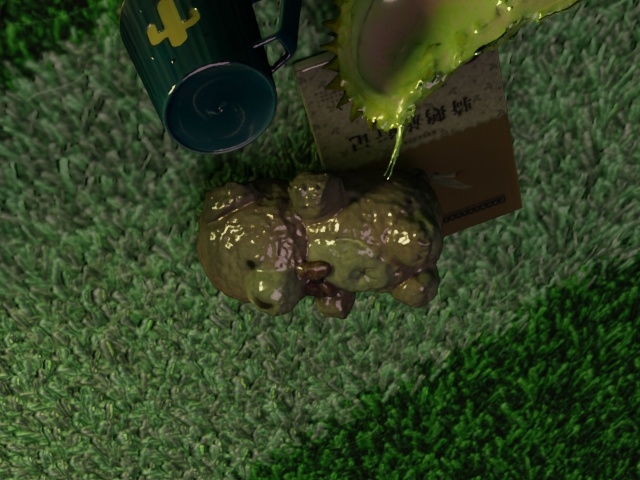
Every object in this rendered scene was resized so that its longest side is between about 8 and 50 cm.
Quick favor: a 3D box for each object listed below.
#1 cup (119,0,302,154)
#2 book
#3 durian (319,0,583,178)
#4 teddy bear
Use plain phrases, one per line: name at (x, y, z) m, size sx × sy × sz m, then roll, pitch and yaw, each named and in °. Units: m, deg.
cup at (-0.093, -0.179, 1.334) m, size 0.176 × 0.155 × 0.131 m, roll -31°, pitch 136°, yaw 11°
book at (0.105, -0.110, 1.573) m, size 0.217 × 0.021 × 0.310 m, roll -20°, pitch 136°, yaw -2°
durian at (0.146, -0.242, 1.358) m, size 0.355 × 0.169 × 0.157 m, roll -38°, pitch 134°, yaw 9°
teddy bear at (0.001, -0.001, 1.527) m, size 0.267 × 0.151 × 0.236 m, roll -8°, pitch 143°, yaw -3°
